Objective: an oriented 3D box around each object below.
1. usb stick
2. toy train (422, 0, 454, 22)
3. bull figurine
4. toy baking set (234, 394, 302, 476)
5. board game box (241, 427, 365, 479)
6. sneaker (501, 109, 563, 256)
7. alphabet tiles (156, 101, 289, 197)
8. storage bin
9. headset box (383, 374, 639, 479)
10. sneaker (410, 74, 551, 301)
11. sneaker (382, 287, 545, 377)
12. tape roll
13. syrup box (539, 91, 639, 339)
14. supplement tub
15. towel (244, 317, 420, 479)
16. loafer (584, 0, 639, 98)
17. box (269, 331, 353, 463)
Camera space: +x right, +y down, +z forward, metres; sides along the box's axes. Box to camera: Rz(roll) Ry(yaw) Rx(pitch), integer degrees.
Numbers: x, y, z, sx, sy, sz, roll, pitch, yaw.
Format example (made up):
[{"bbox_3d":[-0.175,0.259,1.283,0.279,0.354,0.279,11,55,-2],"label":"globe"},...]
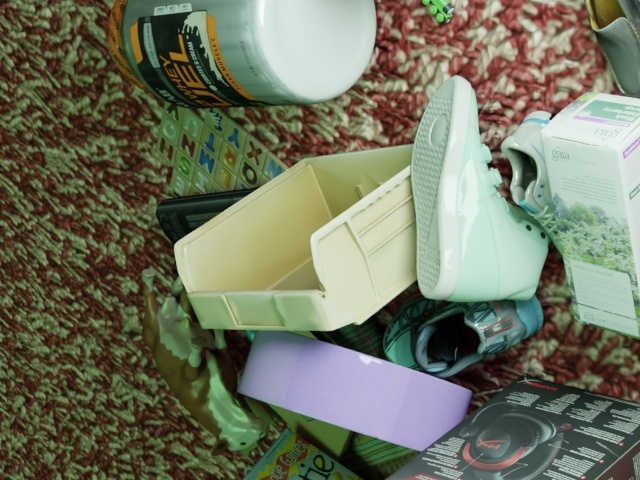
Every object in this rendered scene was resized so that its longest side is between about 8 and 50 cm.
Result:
[{"bbox_3d":[-0.135,-0.033,2.009,0.278,0.045,0.077,-5,117,50],"label":"usb stick"},{"bbox_3d":[0.119,-0.277,1.592,0.083,0.017,0.024,52,132,11],"label":"toy train"},{"bbox_3d":[-0.181,0.174,2.129,0.310,0.101,0.188,44,141,42],"label":"bull figurine"},{"bbox_3d":[-0.068,0.332,2.208,0.196,0.030,0.256,0,113,52],"label":"toy baking set"},{"bbox_3d":[0.020,0.414,2.009,0.275,0.142,0.144,31,148,18],"label":"board game box"},{"bbox_3d":[0.245,-0.039,1.552,0.071,0.083,0.191,-19,100,51],"label":"sneaker"},{"bbox_3d":[-0.145,-0.100,2.019,0.237,0.009,0.198,41,139,22],"label":"alphabet tiles"},{"bbox_3d":[0.000,0.000,1.716,0.262,0.260,0.123,-3,116,49],"label":"storage bin"},{"bbox_3d":[0.230,0.280,1.609,0.218,0.293,0.110,10,121,45],"label":"headset box"},{"bbox_3d":[0.186,-0.052,1.612,0.094,0.151,0.256,155,120,-63],"label":"sneaker"},{"bbox_3d":[0.142,0.110,1.733,0.262,0.125,0.104,-28,92,53],"label":"sneaker"},{"bbox_3d":[0.042,0.184,1.752,0.274,0.274,0.090,13,84,44],"label":"tape roll"},{"bbox_3d":[0.302,-0.025,1.461,0.093,0.096,0.237,15,132,42],"label":"syrup box"},{"bbox_3d":[-0.103,-0.254,1.715,0.316,0.193,0.194,4,117,48],"label":"supplement tub"},{"bbox_3d":[0.022,0.194,2.001,0.370,0.040,0.271,58,144,2],"label":"towel"},{"bbox_3d":[0.284,-0.214,1.405,0.062,0.061,0.170,-3,112,48],"label":"loafer"},{"bbox_3d":[-0.010,0.202,1.995,0.164,0.021,0.201,42,141,20],"label":"box"}]
